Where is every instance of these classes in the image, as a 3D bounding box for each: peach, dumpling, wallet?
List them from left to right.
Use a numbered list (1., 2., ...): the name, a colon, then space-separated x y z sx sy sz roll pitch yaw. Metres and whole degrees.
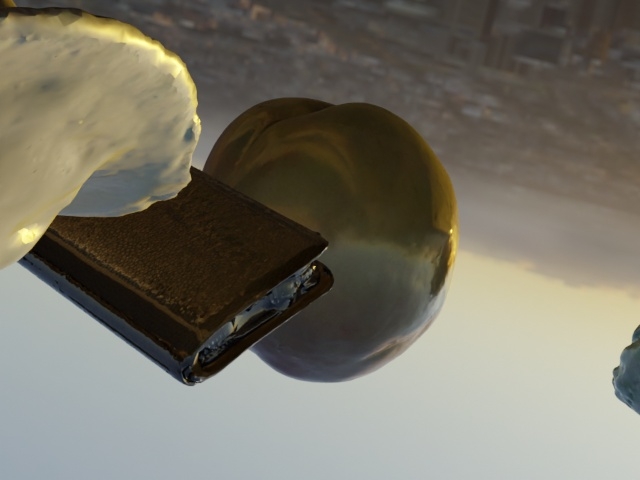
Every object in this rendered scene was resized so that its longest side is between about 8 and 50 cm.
1. dumpling: -0.158 -0.051 0.482 0.227 0.175 0.243 -15 -167 43
2. wallet: -0.093 0.001 0.777 0.110 0.031 0.198 -36 -136 -28
3. peach: 0.000 0.000 1.442 0.292 0.292 0.247 16 -172 39

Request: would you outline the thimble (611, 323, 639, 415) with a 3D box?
1. thimble: 0.418 0.124 1.563 0.149 0.185 0.211 38 164 20
